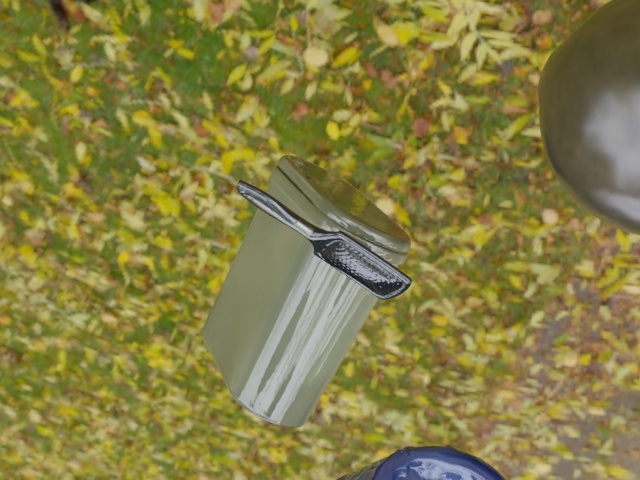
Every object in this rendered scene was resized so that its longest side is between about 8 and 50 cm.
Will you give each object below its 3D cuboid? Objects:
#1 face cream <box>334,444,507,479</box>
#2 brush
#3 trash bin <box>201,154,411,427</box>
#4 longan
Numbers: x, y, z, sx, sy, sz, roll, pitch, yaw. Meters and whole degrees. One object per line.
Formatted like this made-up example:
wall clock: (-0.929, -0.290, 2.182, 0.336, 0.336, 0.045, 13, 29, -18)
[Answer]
face cream: (0.098, 0.370, 1.103, 0.249, 0.249, 0.225, 27, 146, -15)
brush: (0.000, 0.000, 0.939, 0.193, 0.016, 0.063, 35, 147, -10)
trash bin: (-0.026, 0.054, 1.127, 0.121, 0.243, 0.247, 21, 102, -28)
longan: (0.263, -0.098, 0.739, 0.198, 0.212, 0.198, -17, 149, -11)
